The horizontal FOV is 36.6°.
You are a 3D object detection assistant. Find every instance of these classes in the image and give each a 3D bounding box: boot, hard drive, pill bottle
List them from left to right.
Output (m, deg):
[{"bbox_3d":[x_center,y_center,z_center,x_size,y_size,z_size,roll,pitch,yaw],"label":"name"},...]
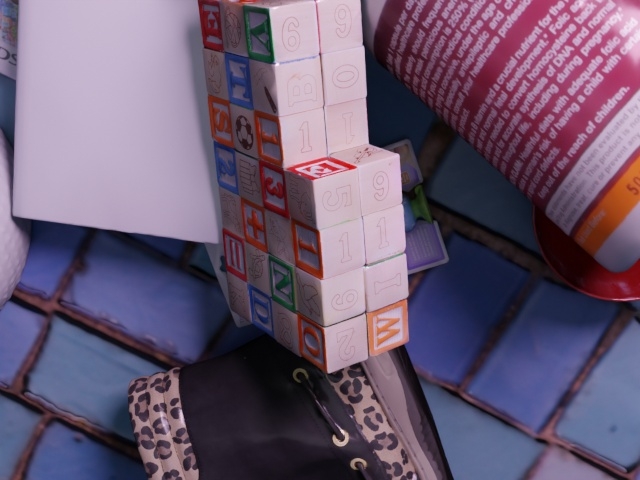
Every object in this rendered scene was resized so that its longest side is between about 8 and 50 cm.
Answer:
[{"bbox_3d":[-0.166,-0.182,0.903,0.233,0.047,0.353,8,104,6],"label":"hard drive"},{"bbox_3d":[-0.012,0.254,1.006,0.284,0.138,0.377,-19,104,7],"label":"boot"},{"bbox_3d":[0.176,-0.183,0.796,0.392,0.224,0.224,45,101,14],"label":"pill bottle"}]

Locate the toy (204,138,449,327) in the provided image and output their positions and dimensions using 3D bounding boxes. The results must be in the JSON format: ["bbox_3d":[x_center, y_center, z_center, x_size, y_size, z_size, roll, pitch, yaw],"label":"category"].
[{"bbox_3d":[0.000,0.000,0.984,0.237,0.056,0.137,-19,102,5],"label":"toy"}]

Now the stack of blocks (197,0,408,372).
[{"bbox_3d":[-0.015,-0.059,0.829,0.087,0.171,0.297,-17,114,-30],"label":"stack of blocks"}]

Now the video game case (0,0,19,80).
[{"bbox_3d":[-0.294,-0.270,0.930,0.193,0.023,0.212,26,103,-7],"label":"video game case"}]

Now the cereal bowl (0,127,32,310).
[{"bbox_3d":[-0.467,-0.017,0.938,0.338,0.141,0.339,0,105,1],"label":"cereal bowl"}]

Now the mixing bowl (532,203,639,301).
[{"bbox_3d":[0.289,-0.040,0.951,0.181,0.098,0.182,0,104,0],"label":"mixing bowl"}]
